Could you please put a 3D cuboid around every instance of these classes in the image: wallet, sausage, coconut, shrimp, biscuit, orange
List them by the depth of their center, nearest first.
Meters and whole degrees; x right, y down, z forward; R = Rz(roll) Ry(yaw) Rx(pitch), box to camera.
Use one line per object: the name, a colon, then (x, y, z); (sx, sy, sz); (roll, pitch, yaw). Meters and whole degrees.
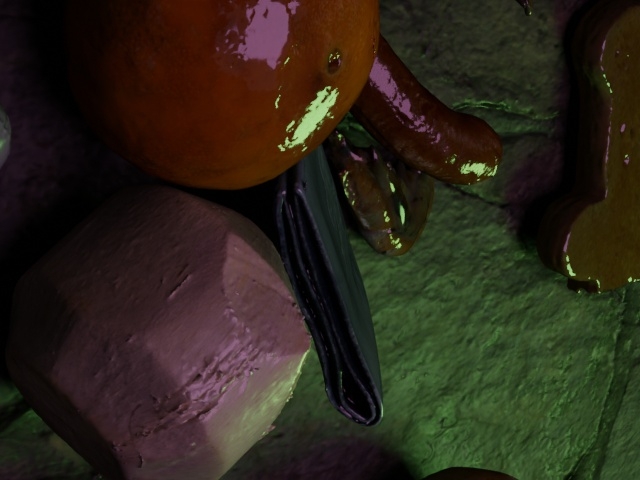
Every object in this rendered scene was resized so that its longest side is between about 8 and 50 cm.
orange: (-0.077, -0.179, 1.372); (0.284, 0.226, 0.284); (-33, 136, -38)
coconut: (-0.125, 0.079, 1.409); (0.247, 0.245, 0.245); (-43, 137, -22)
wallet: (-0.001, 0.001, 1.590); (0.251, 0.054, 0.290); (-96, 170, -57)
sausage: (0.081, -0.142, 1.661); (0.302, 0.076, 0.103); (42, 56, -35)
shrimp: (0.076, -0.082, 1.764); (0.145, 0.059, 0.254); (-57, 143, -23)
biscuit: (0.394, -0.129, 2.162); (0.368, 0.076, 0.394); (-16, 116, -49)

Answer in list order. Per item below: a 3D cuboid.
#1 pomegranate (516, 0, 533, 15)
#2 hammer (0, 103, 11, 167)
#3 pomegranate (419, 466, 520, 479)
pomegranate: (0.220, -0.343, 1.774); (0.131, 0.152, 0.191); (-25, 146, -53)
hammer: (-0.366, -0.103, 1.128); (0.206, 0.119, 0.335); (-58, 137, -20)
pomegranate: (0.184, 0.443, 1.965); (0.332, 0.332, 0.333); (-27, 127, -44)
